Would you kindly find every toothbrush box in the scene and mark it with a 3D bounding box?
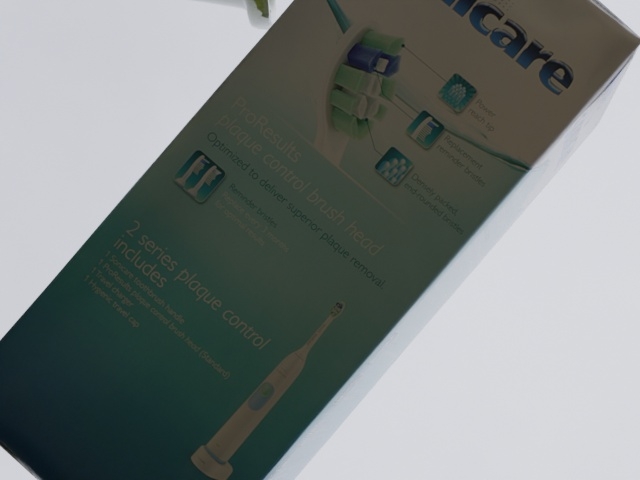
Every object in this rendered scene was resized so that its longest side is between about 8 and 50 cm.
[{"bbox_3d":[0.000,0.000,0.703,0.126,0.216,0.295,42,-88,8],"label":"toothbrush box"}]

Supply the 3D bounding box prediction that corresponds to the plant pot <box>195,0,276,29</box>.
[{"bbox_3d":[-0.151,-0.239,0.732,0.254,0.276,0.276,0,-97,1],"label":"plant pot"}]
